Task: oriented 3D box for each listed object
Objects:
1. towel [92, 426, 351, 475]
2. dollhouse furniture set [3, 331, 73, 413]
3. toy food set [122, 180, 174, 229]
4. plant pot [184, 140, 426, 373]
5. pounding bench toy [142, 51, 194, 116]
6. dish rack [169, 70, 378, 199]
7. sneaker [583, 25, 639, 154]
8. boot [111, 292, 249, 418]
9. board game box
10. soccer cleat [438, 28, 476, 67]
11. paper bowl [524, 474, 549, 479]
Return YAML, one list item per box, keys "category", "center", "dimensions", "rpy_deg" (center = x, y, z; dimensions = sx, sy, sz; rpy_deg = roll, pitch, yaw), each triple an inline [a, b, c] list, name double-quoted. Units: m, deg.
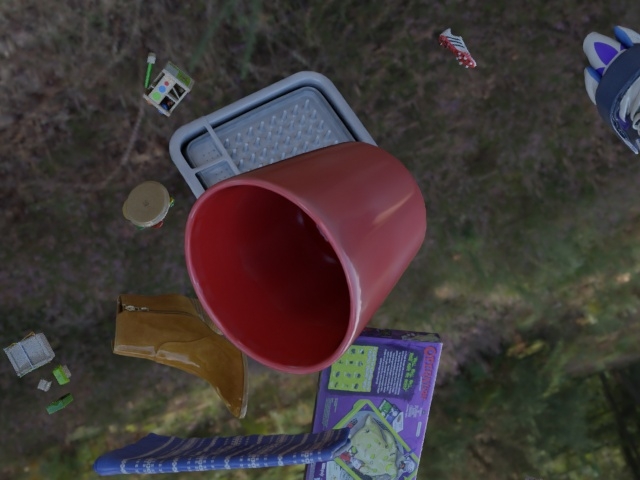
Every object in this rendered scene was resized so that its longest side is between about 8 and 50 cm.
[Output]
- category: "towel"
  center: [-0.132, 0.300, 1.443]
  dimensions: [0.336, 0.040, 0.243]
  rpy_deg: [-5, 174, 8]
- category: "dollhouse furniture set"
  center: [-0.514, 0.243, 1.854]
  dimensions: [0.076, 0.151, 0.058]
  rpy_deg: [-28, -176, 2]
- category: "toy food set"
  center: [-0.287, -0.059, 1.663]
  dimensions: [0.083, 0.082, 0.020]
  rpy_deg: [-53, 157, -2]
- category: "plant pot"
  center: [0.000, 0.000, 1.313]
  dimensions: [0.243, 0.275, 0.275]
  rpy_deg: [-36, 179, -45]
- category: "pounding bench toy"
  center: [-0.252, -0.245, 1.556]
  dimensions: [0.065, 0.083, 0.052]
  rpy_deg: [-46, -163, 19]
- category: "dish rack"
  center: [-0.070, -0.128, 1.768]
  dimensions: [0.333, 0.285, 0.072]
  rpy_deg: [-29, 163, -18]
- category: "sneaker"
  center: [0.407, -0.174, 1.245]
  dimensions: [0.130, 0.236, 0.323]
  rpy_deg: [-51, 166, 17]
- category: "boot"
  center: [-0.246, 0.195, 1.699]
  dimensions: [0.211, 0.295, 0.104]
  rpy_deg: [3, 123, -21]
- category: "board game box"
  center: [0.089, 0.323, 1.804]
  dimensions: [0.208, 0.346, 0.056]
  rpy_deg: [8, -161, -4]
- category: "soccer cleat"
  center: [0.246, -0.340, 1.763]
  dimensions: [0.035, 0.083, 0.029]
  rpy_deg: [-52, -177, -20]
- category: "paper bowl"
  center: [0.230, 0.423, 1.191]
  dimensions: [0.148, 0.284, 0.284]
  rpy_deg: [13, 176, 17]
